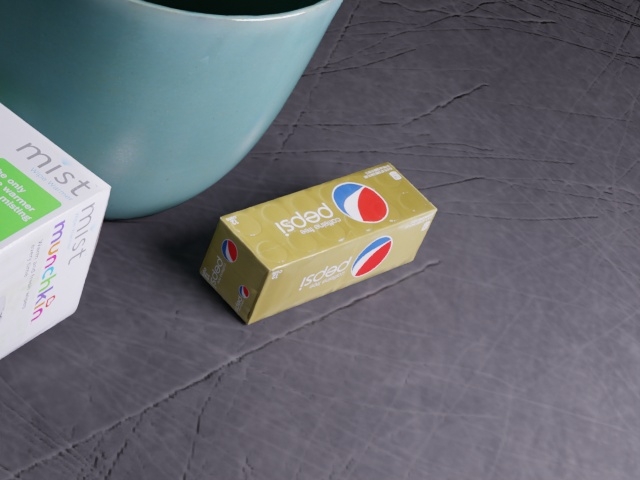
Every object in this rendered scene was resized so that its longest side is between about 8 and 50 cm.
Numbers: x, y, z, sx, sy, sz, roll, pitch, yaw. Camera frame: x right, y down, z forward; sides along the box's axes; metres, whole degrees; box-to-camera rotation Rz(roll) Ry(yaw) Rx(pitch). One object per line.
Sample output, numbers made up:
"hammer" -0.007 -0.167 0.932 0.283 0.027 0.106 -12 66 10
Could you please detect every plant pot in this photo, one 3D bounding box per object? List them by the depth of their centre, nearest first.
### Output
"plant pot" -0.146 -0.159 1.297 0.293 0.235 0.293 15 39 -12

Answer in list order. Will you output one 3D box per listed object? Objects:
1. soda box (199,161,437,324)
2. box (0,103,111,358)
"soda box" 0.000 0.000 1.328 0.181 0.058 0.061 -20 56 -41
"box" -0.312 -0.019 1.139 0.262 0.127 0.231 37 42 18
